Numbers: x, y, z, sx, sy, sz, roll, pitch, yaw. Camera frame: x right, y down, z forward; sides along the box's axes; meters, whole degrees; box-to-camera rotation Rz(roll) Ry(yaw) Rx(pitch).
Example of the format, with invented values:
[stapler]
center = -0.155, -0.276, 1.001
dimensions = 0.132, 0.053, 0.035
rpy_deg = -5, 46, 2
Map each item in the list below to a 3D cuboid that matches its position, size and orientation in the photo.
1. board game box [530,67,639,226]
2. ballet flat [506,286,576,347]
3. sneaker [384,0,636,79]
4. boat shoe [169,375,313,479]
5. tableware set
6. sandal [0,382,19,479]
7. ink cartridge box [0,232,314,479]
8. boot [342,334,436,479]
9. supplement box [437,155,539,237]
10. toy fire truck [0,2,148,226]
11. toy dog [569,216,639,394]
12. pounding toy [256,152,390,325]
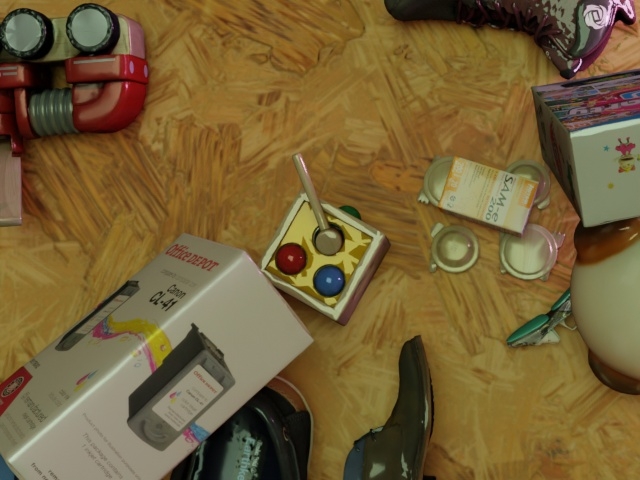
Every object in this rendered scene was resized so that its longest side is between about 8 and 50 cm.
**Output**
[board game box]
center = 0.343, -0.110, 1.251
dimensions = 0.224, 0.303, 0.098
rpy_deg = -10, 105, 5
[ballet flat]
center = 0.258, 0.090, 1.377
dimensions = 0.114, 0.041, 0.041
rpy_deg = -40, 78, 2
[sneaker]
center = 0.221, -0.249, 1.403
dimensions = 0.281, 0.106, 0.163
rpy_deg = -14, 82, 6
[boat shoe]
center = -0.107, 0.388, 1.331
dimensions = 0.186, 0.156, 0.500
rpy_deg = 8, 84, 8
[tableware set]
center = 0.191, -0.026, 1.414
dimensions = 0.168, 0.020, 0.141
rpy_deg = 3, 81, 11
[sandal]
center = -0.362, 0.288, 1.395
dimensions = 0.126, 0.138, 0.317
rpy_deg = -37, 79, 0
[ink cartridge box]
center = -0.189, 0.141, 1.301
dimensions = 0.306, 0.226, 0.131
rpy_deg = -42, 110, -14
[boot]
center = 0.072, 0.213, 1.365
dimensions = 0.106, 0.082, 0.219
rpy_deg = -2, 83, 6
[supplement box]
center = 0.186, -0.048, 1.389
dimensions = 0.098, 0.036, 0.062
rpy_deg = 18, 84, 12
[toy fire truck]
center = -0.318, -0.143, 1.458
dimensions = 0.217, 0.158, 0.246
rpy_deg = -3, 93, 8
[toy dog]
center = 0.433, 0.088, 1.210
dimensions = 0.395, 0.285, 0.408
rpy_deg = -39, 36, -24
[pounding toy]
center = 0.000, 0.000, 1.399
dimensions = 0.130, 0.100, 0.141
rpy_deg = 29, 87, 12
